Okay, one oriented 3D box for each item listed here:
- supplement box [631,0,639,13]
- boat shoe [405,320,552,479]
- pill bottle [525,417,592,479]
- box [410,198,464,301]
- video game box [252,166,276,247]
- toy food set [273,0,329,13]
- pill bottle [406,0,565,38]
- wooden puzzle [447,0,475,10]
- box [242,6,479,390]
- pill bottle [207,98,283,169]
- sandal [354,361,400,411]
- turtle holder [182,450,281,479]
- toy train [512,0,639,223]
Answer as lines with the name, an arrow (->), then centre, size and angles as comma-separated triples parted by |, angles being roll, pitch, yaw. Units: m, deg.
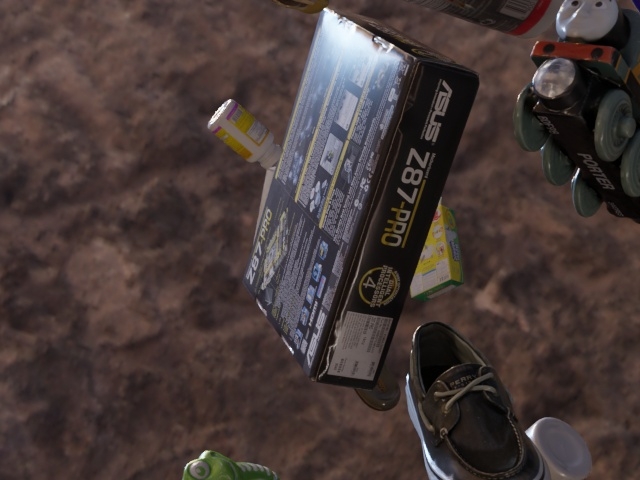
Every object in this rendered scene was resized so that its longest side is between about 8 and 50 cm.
supplement box -> 0.396, -0.297, 1.229 | 0.111, 0.220, 0.114 | -16, -111, -35
boat shoe -> 0.156, 0.193, 1.452 | 0.121, 0.119, 0.335 | -16, -157, -10
pill bottle -> 0.322, 0.369, 2.023 | 0.112, 0.187, 0.112 | 23, -140, -21
box -> 0.209, 0.014, 2.449 | 0.043, 0.105, 0.179 | 18, -124, -41
video game box -> 0.000, 0.000, 1.976 | 0.205, 0.187, 0.048 | 13, -168, 17
toy food set -> -0.055, -0.290, 1.504 | 0.132, 0.039, 0.192 | 15, -159, 1
pill bottle -> 0.180, -0.404, 1.798 | 0.318, 0.176, 0.176 | 14, -150, -20
wooden puzzle -> 0.163, -0.304, 1.643 | 0.049, 0.006, 0.083 | 18, -168, -38
box -> 0.032, -0.061, 1.591 | 0.097, 0.395, 0.318 | 10, -164, -25
pill bottle -> -0.082, -0.117, 1.458 | 0.083, 0.043, 0.043 | 40, -155, -15
sandal -> 0.051, 0.168, 2.026 | 0.090, 0.060, 0.219 | -28, -106, -32
turtle holder -> -0.112, 0.434, 1.565 | 0.227, 0.320, 0.243 | -3, -135, -37
toy train -> 0.334, -0.144, 1.475 | 0.142, 0.190, 0.334 | 10, 162, 37
